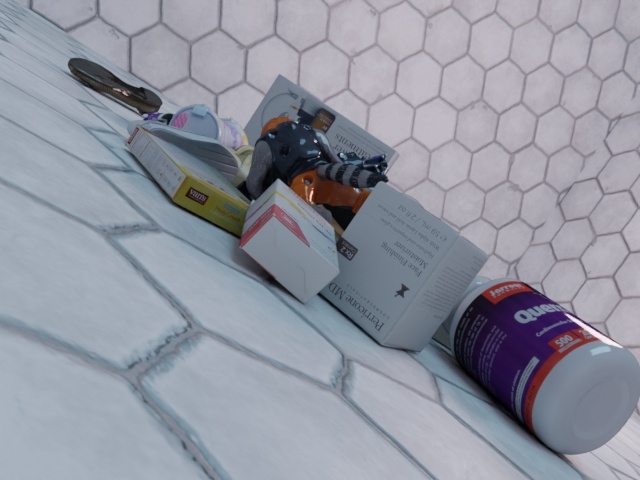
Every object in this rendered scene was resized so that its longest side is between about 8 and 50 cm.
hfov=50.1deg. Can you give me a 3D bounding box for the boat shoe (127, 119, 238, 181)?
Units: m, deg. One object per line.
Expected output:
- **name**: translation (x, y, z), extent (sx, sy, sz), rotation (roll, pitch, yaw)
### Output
- **boat shoe**: translation (-0.243, -0.169, 1.235), extent (0.076, 0.083, 0.226), rotation (40, 9, 39)

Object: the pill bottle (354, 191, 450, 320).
- **pill bottle**: translation (0.147, 0.037, 1.224), extent (0.152, 0.152, 0.272), rotation (31, 22, -22)

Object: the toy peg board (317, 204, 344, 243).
- **toy peg board**: translation (0.000, 0.000, 1.339), extent (0.161, 0.079, 0.161), rotation (51, 9, 9)

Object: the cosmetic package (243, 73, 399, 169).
- **cosmetic package**: translation (-0.027, -0.214, 1.801), extent (0.377, 0.284, 0.097), rotation (35, 8, 11)

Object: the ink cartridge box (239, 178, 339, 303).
- **ink cartridge box**: translation (-0.040, -0.011, 0.925), extent (0.115, 0.067, 0.198), rotation (42, 14, -16)

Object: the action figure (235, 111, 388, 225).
- **action figure**: translation (0.020, -0.127, 1.188), extent (0.341, 0.179, 0.330), rotation (-22, 48, -30)

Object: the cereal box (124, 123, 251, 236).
- **cereal box**: translation (-0.189, -0.087, 1.054), extent (0.173, 0.047, 0.240), rotation (30, 7, -39)

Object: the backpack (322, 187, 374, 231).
- **backpack**: translation (0.094, -0.036, 1.579), extent (0.225, 0.191, 0.253), rotation (36, 1, 30)

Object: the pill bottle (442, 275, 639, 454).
- **pill bottle**: translation (0.329, 0.176, 1.090), extent (0.181, 0.182, 0.323), rotation (30, 7, -32)

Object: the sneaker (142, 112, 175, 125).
- **sneaker**: translation (-0.347, -0.241, 1.452), extent (0.071, 0.068, 0.170), rotation (17, 0, -10)

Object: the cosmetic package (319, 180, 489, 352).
- **cosmetic package**: translation (0.116, 0.043, 0.994), extent (0.151, 0.184, 0.151), rotation (38, 6, 31)

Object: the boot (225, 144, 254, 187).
- **boot**: translation (-0.113, -0.114, 1.443), extent (0.203, 0.095, 0.262), rotation (34, 8, 5)

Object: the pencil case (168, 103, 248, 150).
- **pencil case**: translation (-0.237, -0.219, 1.489), extent (0.113, 0.124, 0.273), rotation (35, 7, 5)

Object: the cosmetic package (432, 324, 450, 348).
- **cosmetic package**: translation (0.311, 0.175, 1.347), extent (0.309, 0.113, 0.160), rotation (34, 6, -10)

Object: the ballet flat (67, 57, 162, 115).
- **ballet flat**: translation (-0.487, -0.356, 1.617), extent (0.249, 0.058, 0.084), rotation (19, 37, -48)
